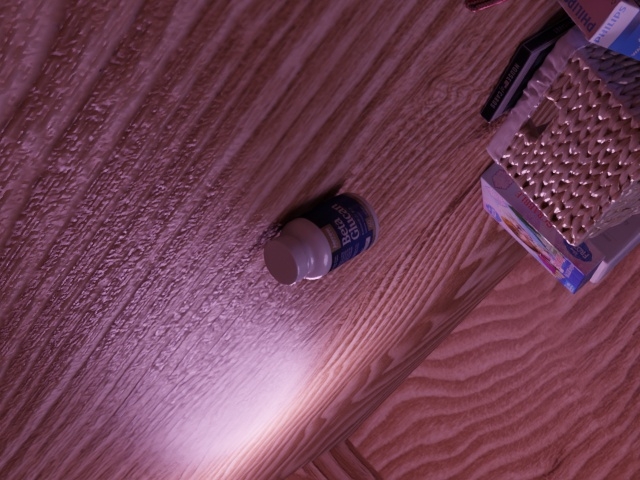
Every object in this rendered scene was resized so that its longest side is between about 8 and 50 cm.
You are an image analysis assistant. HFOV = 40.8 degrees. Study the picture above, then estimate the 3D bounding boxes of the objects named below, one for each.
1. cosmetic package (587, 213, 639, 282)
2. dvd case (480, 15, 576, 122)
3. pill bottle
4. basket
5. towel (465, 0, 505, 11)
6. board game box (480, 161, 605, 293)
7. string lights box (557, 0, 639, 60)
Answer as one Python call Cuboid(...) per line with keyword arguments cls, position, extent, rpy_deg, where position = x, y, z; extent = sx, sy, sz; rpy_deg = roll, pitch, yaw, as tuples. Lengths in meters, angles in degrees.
Cuboid(cls="cosmetic package", position=(0.771, -0.148, 2.303), extent=(0.394, 0.329, 0.327), rpy_deg=(-43, 163, 1))
Cuboid(cls="dvd case", position=(0.397, -0.320, 1.525), extent=(0.239, 0.029, 0.179), rpy_deg=(-33, 161, -31))
Cuboid(cls="pill bottle", position=(0.000, 0.000, 1.260), extent=(0.169, 0.094, 0.094), rpy_deg=(-30, 159, -39))
Cuboid(cls="basket", position=(0.543, -0.212, 1.553), extent=(0.331, 0.266, 0.328), rpy_deg=(-22, 157, -29))
Cuboid(cls="towel", position=(0.340, -0.368, 1.110), extent=(0.275, 0.031, 0.199), rpy_deg=(-32, -165, -34))
Cuboid(cls="board game box", position=(0.512, -0.025, 2.017), extent=(0.066, 0.318, 0.319), rpy_deg=(-44, 163, 1))
Cuboid(cls="string lights box", position=(0.489, -0.338, 1.318), extent=(0.260, 0.133, 0.076), rpy_deg=(9, 133, -33))
